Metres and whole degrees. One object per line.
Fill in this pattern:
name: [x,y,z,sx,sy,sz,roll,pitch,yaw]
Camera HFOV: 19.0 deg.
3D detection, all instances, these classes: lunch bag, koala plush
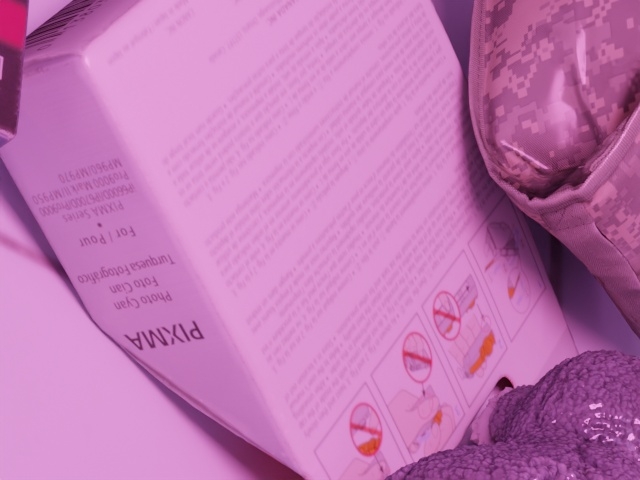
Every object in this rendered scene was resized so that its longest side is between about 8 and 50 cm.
lunch bag: [0.203,-0.089,1.218,0.235,0.169,0.287,42,42,-49]
koala plush: [0.135,0.139,1.010,0.203,0.196,0.221,51,47,-17]

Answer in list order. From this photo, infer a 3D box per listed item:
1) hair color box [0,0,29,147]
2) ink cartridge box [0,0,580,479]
hair color box: [-0.239,-0.214,0.929,0.185,0.113,0.375,23,52,-34]
ink cartridge box: [0.000,0.000,1.092,0.308,0.091,0.385,-49,120,-48]
